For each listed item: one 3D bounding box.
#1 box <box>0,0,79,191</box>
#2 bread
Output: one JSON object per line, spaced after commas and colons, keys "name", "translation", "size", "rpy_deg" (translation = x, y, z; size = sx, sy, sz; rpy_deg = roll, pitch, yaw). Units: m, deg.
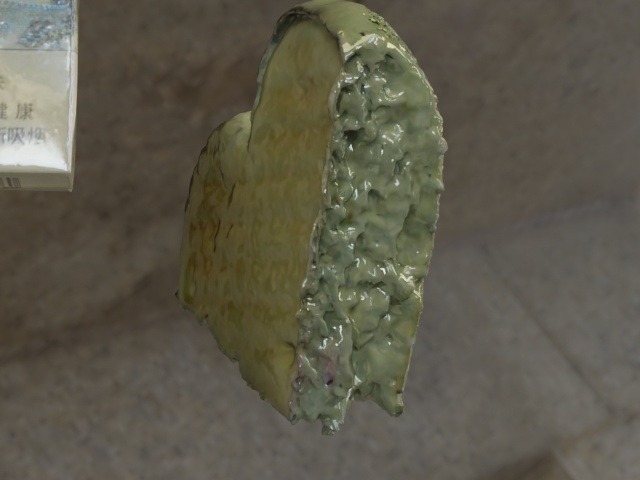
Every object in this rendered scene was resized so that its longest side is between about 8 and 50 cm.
{"name": "box", "translation": [-0.262, -0.168, 1.385], "size": [0.164, 0.257, 0.069], "rpy_deg": [1, 169, -5]}
{"name": "bread", "translation": [0.000, 0.000, 0.822], "size": [0.064, 0.173, 0.232], "rpy_deg": [-3, 155, -22]}
